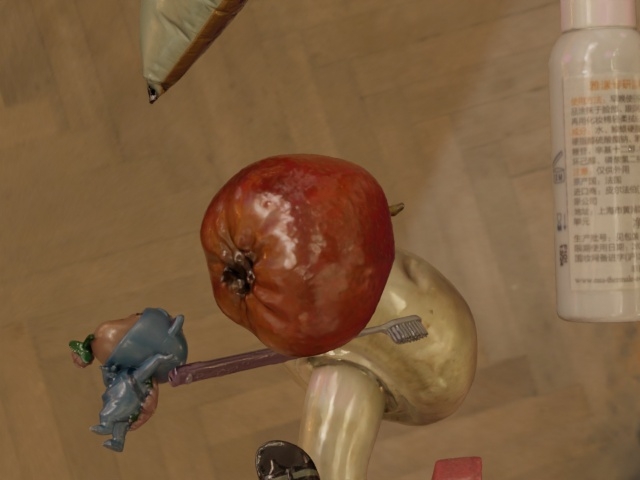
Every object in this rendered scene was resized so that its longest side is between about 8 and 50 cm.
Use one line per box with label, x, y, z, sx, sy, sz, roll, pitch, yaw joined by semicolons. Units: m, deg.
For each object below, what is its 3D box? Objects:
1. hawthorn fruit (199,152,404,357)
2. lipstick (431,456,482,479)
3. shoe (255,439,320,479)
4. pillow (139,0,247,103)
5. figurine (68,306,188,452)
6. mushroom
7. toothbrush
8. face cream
hawthorn fruit;0.000;0.000;1.282;0.225;0.196;0.197;-25;92;-39
lipstick;0.055;0.287;0.856;0.051;0.051;0.312;9;103;-6
shoe;-0.025;0.316;1.556;0.071;0.049;0.179;-20;74;-1
pillow;-0.137;-0.375;1.665;0.119;0.310;0.312;23;46;-27
figurine;-0.243;0.155;1.598;0.144;0.114;0.178;18;64;3
mushroom;0.076;0.160;1.786;0.315;0.315;0.356;-18;91;-14
toothbrush;-0.014;0.123;1.467;0.354;0.024;0.029;-8;48;-38
face cream;0.216;-0.073;1.011;0.082;0.082;0.269;-2;91;-14
